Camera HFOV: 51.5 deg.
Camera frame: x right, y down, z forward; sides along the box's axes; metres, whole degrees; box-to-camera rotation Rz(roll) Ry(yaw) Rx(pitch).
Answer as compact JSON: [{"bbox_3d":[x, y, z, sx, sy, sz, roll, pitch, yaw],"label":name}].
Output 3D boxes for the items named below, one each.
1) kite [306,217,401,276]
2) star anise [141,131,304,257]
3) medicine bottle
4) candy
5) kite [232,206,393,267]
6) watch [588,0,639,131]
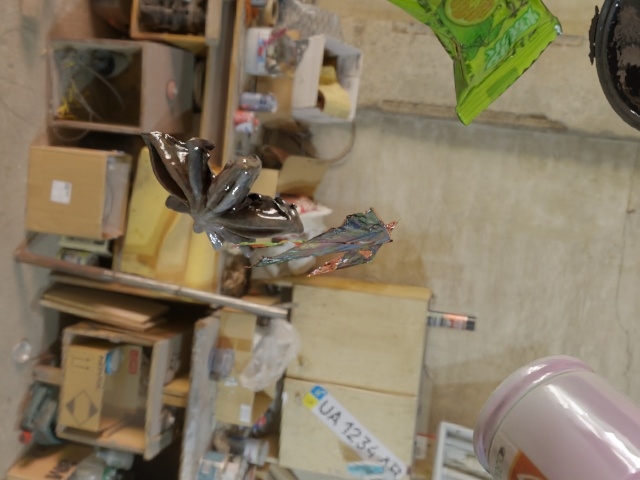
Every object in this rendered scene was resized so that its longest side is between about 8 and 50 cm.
[{"bbox_3d":[0.082,0.029,1.330,0.008,0.222,0.125,64,13,25],"label":"kite"},{"bbox_3d":[-0.141,-0.070,0.988,0.110,0.258,0.198,-49,134,-36],"label":"star anise"},{"bbox_3d":[0.346,0.299,0.774,0.316,0.202,0.202,-131,-141,-56],"label":"medicine bottle"},{"bbox_3d":[0.148,-0.236,0.664,0.246,0.149,0.069,41,11,-34],"label":"candy"},{"bbox_3d":[0.000,0.000,0.563,0.159,0.190,0.010,-2,75,-38],"label":"kite"},{"bbox_3d":[0.567,-0.332,0.969,0.327,0.314,0.335,124,-48,-60],"label":"watch"}]
